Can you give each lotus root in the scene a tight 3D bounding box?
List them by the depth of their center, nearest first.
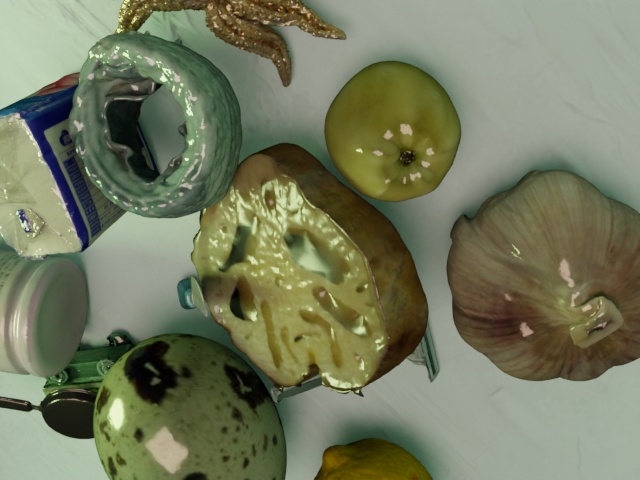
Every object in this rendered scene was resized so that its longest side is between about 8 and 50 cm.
[{"bbox_3d":[-0.033,0.047,1.146,0.390,0.111,0.375,7,117,42],"label":"lotus root"}]

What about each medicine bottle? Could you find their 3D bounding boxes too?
[{"bbox_3d":[-0.576,0.111,1.317,0.316,0.202,0.202,6,115,8],"label":"medicine bottle"}]

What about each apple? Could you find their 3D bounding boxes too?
[{"bbox_3d":[0.099,-0.144,1.074,0.200,0.200,0.200,5,115,10],"label":"apple"}]

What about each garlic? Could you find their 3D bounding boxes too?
[{"bbox_3d":[0.333,0.064,1.108,0.322,0.241,0.322,18,130,24],"label":"garlic"}]

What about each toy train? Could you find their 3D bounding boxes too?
[{"bbox_3d":[-0.401,0.240,1.414,0.200,0.083,0.132,-6,124,14],"label":"toy train"}]

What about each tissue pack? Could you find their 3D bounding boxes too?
[{"bbox_3d":[-0.362,-0.114,1.131,0.137,0.269,0.209,-15,111,18],"label":"tissue pack"}]

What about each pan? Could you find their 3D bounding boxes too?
[{"bbox_3d":[-0.480,0.305,1.406,0.235,0.028,0.136,7,131,-1],"label":"pan"}]

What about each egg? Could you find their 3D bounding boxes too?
[{"bbox_3d":[-0.207,0.327,1.293,0.287,0.287,0.379,-13,112,17],"label":"egg"}]

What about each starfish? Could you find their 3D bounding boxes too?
[{"bbox_3d":[-0.095,-0.345,1.051,0.293,0.084,0.301,17,128,-18],"label":"starfish"}]

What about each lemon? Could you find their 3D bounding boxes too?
[{"bbox_3d":[0.088,0.452,1.327,0.228,0.228,0.253,-12,110,17],"label":"lemon"}]

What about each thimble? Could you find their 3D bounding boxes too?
[{"bbox_3d":[-0.212,-0.154,1.051,0.205,0.172,0.250,-20,92,15],"label":"thimble"}]

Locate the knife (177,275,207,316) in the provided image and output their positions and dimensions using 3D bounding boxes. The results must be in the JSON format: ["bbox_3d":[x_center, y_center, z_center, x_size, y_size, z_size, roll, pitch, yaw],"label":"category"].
[{"bbox_3d":[-0.196,0.084,1.223,0.032,0.244,0.058,-5,89,-15],"label":"knife"}]

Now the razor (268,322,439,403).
[{"bbox_3d":[0.050,0.205,1.291,0.278,0.056,0.111,-16,113,1],"label":"razor"}]
